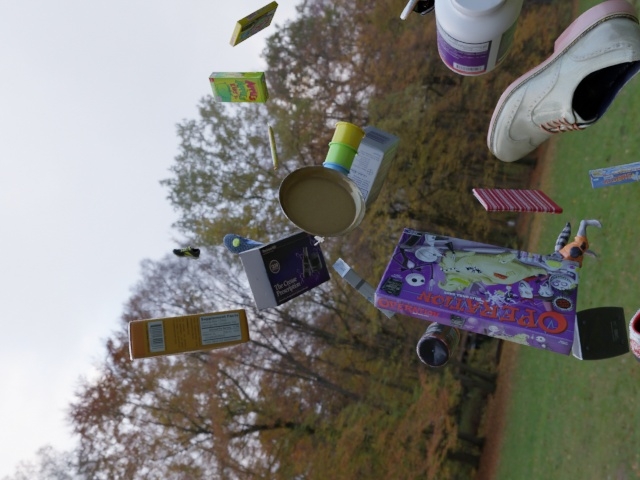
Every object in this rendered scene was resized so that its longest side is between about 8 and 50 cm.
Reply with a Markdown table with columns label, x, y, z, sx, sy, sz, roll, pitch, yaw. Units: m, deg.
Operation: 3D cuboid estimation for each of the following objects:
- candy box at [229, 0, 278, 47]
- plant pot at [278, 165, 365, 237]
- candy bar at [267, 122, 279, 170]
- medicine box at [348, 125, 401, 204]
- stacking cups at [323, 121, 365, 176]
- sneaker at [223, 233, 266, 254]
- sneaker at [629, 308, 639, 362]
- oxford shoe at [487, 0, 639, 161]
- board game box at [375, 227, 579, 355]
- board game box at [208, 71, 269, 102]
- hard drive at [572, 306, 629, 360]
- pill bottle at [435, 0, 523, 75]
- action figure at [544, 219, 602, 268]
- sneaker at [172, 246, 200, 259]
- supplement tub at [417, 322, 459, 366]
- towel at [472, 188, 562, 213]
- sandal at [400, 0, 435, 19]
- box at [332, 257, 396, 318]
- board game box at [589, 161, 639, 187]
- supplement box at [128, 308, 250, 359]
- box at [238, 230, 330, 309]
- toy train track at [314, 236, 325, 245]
| label | x | y | z | sx | sy | sz | roll | pitch | yaw |
| --- | --- | --- | --- | --- | --- | --- | --- | --- | --- |
| candy box | -0.229 | -0.747 | 1.815 | 0.206 | 0.027 | 0.105 | -47 | 3 | -35 |
| plant pot | 0.003 | -0.100 | 1.404 | 0.032 | 0.237 | 0.236 | 111 | -176 | -53 |
| candy bar | -0.155 | -0.308 | 1.725 | 0.040 | 0.018 | 0.161 | 72 | -171 | -77 |
| medicine box | 0.167 | -0.267 | 2.036 | 0.263 | 0.149 | 0.289 | -45 | -22 | -60 |
| stacking cups | 0.030 | -0.184 | 1.528 | 0.316 | 0.096 | 0.096 | -67 | -20 | -7 |
| sneaker | -0.273 | 0.029 | 2.013 | 0.082 | 0.210 | 0.069 | 17 | -91 | -66 |
| sneaker | 0.872 | 0.184 | 1.273 | 0.145 | 0.270 | 0.090 | 53 | -177 | -35 |
| oxford shoe | 0.462 | -0.265 | 1.039 | 0.397 | 0.141 | 0.146 | 116 | 155 | -57 |
| board game box | 0.300 | 0.085 | 1.008 | 0.056 | 0.347 | 0.208 | 82 | -153 | -44 |
| board game box | -0.269 | -0.506 | 1.737 | 0.092 | 0.182 | 0.043 | 81 | -161 | -44 |
| hard drive | 0.936 | 0.311 | 1.776 | 0.255 | 0.054 | 0.171 | -1 | -98 | -28 |
| pill bottle | 0.354 | -0.508 | 1.191 | 0.323 | 0.182 | 0.181 | 8 | -87 | -76 |
| action figure | 0.808 | 0.106 | 1.818 | 0.330 | 0.178 | 0.341 | -39 | -26 | -10 |
| sneaker | -0.390 | 0.031 | 1.538 | 0.083 | 0.031 | 0.035 | 10 | -54 | -33 |
| supplement tub | 0.378 | 0.313 | 1.655 | 0.198 | 0.106 | 0.105 | -26 | -55 | -61 |
| towel | 0.717 | -0.143 | 1.927 | 0.198 | 0.275 | 0.031 | -92 | 4 | -65 |
| sandal | 0.311 | -0.710 | 1.563 | 0.265 | 0.076 | 0.102 | -60 | 6 | -36 |
| box | 0.125 | 0.134 | 1.502 | 0.038 | 0.186 | 0.145 | -50 | 14 | 1 |
| board game box | 0.962 | -0.211 | 1.656 | 0.136 | 0.201 | 0.035 | -38 | -65 | -62 |
| supplement box | -0.269 | 0.192 | 1.081 | 0.078 | 0.234 | 0.080 | 143 | 122 | -65 |
| box | -0.105 | 0.083 | 1.638 | 0.261 | 0.103 | 0.184 | -23 | -85 | -49 |
| toy train track | 0.000 | 0.000 | 1.531 | 0.048 | 0.083 | 0.014 | -39 | -71 | -6 |
